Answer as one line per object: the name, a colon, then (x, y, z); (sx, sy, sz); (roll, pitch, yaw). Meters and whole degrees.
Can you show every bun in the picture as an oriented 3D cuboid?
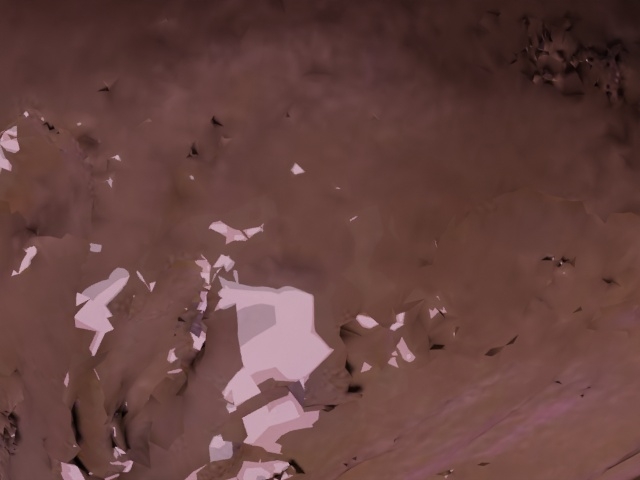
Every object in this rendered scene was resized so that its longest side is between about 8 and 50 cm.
bun: (0.000, 0.000, 0.642); (0.326, 0.234, 0.362); (-16, 149, 37)
